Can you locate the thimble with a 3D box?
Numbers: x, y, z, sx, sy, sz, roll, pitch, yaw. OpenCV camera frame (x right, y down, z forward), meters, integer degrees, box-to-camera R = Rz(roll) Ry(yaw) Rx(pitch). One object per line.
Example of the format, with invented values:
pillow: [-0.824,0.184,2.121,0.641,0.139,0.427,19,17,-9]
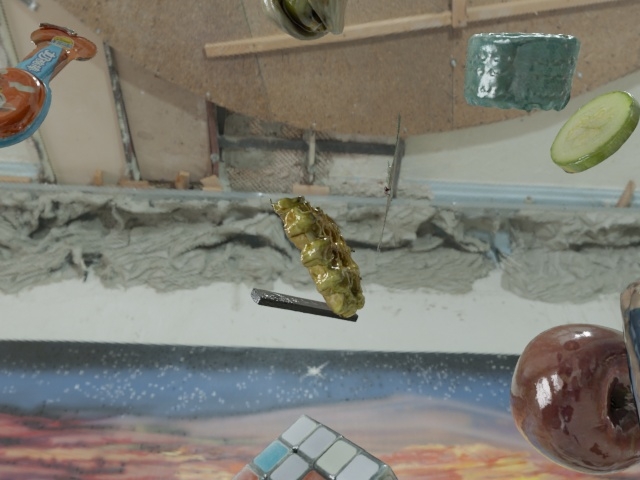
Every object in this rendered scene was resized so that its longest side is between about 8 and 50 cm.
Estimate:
thimble: [0.392,-0.338,1.126,0.198,0.235,0.143,-8,-67,-27]

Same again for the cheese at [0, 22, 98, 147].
cheese: [-0.353,-0.186,0.667,0.106,0.256,0.037,19,-40,-4]

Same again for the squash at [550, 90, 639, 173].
squash: [0.639,-0.257,1.321,0.041,0.219,0.219,33,-53,-14]

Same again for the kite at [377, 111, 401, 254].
kite: [0.106,-0.087,0.884,0.012,0.250,0.230,10,-71,4]

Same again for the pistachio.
pistachio: [-0.020,-0.485,1.095,0.166,0.288,0.197,-14,-48,29]

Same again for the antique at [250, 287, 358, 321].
antique: [-0.019,0.099,0.856,0.192,0.031,0.015,15,-76,-37]

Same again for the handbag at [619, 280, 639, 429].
handbag: [0.278,0.131,0.282,0.193,0.252,0.190,-14,-32,27]

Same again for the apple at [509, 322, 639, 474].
apple: [0.509,0.298,1.096,0.305,0.306,0.235,18,-14,-18]

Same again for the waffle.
waffle: [0.000,0.000,0.609,0.046,0.161,0.192,-26,-43,8]

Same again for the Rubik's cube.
Rubik's cube: [0.002,0.463,0.840,0.259,0.253,0.256,4,-52,58]
